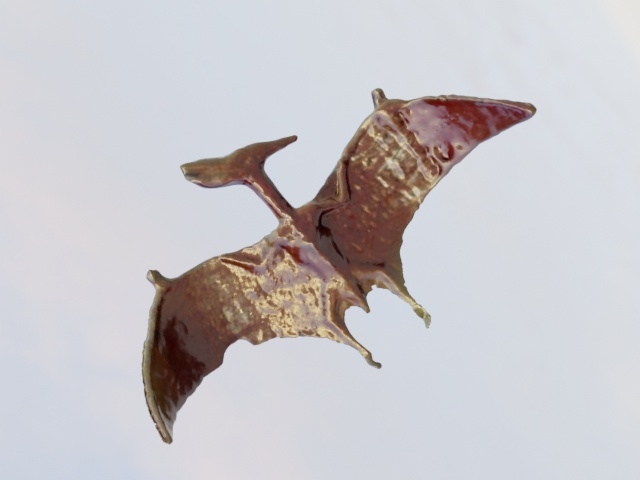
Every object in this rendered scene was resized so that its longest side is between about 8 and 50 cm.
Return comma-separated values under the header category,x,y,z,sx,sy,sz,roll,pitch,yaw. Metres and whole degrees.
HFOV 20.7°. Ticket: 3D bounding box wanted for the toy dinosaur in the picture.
category,x,y,z,sx,sy,sz,roll,pitch,yaw
toy dinosaur,0.010,0.003,1.300,0.113,0.327,0.206,-144,40,-82
